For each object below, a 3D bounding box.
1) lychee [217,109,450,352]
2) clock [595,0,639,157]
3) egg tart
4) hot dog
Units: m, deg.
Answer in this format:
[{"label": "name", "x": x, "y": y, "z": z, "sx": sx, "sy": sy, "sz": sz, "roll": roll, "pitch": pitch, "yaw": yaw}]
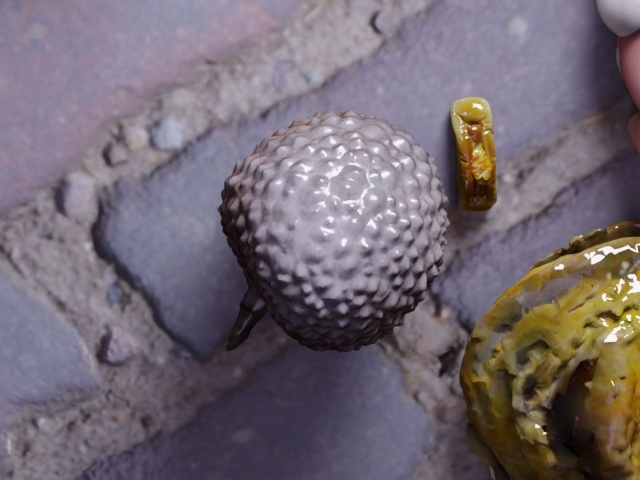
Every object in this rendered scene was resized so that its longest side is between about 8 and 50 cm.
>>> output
[{"label": "lychee", "x": 0.000, "y": 0.000, "z": 1.312, "sx": 0.197, "sy": 0.165, "sz": 0.165, "roll": -35, "pitch": 113, "yaw": 0}, {"label": "clock", "x": 0.281, "y": -0.139, "z": 1.305, "sx": 0.166, "sy": 0.093, "sz": 0.162, "roll": -11, "pitch": 112, "yaw": 2}, {"label": "egg tart", "x": 0.245, "y": 0.132, "z": 1.415, "sx": 0.297, "sy": 0.132, "sz": 0.297, "roll": -4, "pitch": 118, "yaw": -8}, {"label": "hot dog", "x": 0.113, "y": -0.059, "z": 1.362, "sx": 0.030, "sy": 0.034, "sz": 0.090, "roll": -6, "pitch": 116, "yaw": 0}]
